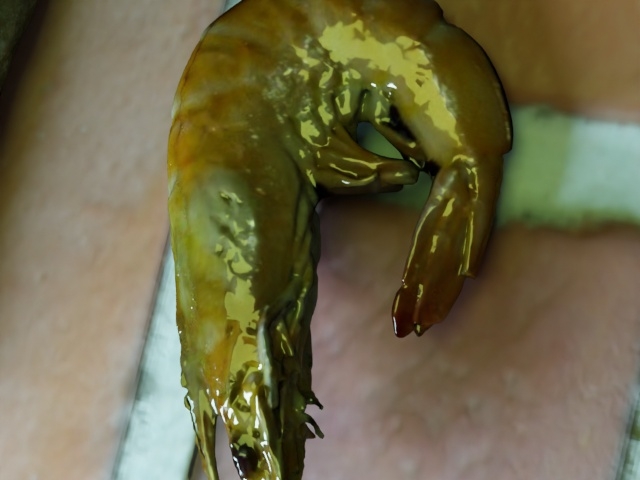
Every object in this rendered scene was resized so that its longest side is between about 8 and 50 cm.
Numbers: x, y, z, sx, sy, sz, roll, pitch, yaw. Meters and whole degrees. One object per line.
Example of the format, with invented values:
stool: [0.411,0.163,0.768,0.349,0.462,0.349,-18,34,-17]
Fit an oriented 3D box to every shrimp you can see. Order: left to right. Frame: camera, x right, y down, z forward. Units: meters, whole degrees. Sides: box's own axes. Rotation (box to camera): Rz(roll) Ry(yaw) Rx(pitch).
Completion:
shrimp: [0.000,0.000,0.601,0.150,0.068,0.248,4,77,17]

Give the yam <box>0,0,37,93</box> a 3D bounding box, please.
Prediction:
yam: [-0.193,-0.024,0.683,0.061,0.061,0.274,15,85,23]
